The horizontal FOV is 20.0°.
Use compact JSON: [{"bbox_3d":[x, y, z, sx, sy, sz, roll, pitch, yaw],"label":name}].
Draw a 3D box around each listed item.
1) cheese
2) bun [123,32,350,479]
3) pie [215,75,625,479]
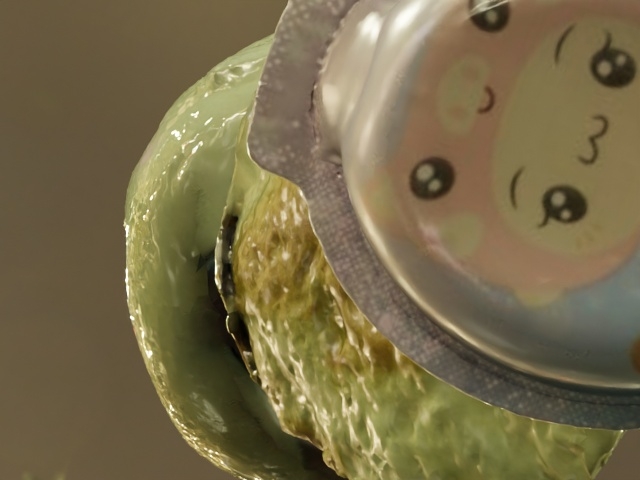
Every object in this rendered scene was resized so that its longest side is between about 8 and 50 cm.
[{"bbox_3d":[0.100,-0.009,0.446,0.245,0.052,0.135,20,-85,12],"label":"cheese"},{"bbox_3d":[0.000,0.000,1.072,0.187,0.293,0.293,21,-27,51],"label":"bun"},{"bbox_3d":[0.052,-0.019,0.761,0.105,0.257,0.274,15,9,-35],"label":"pie"}]
